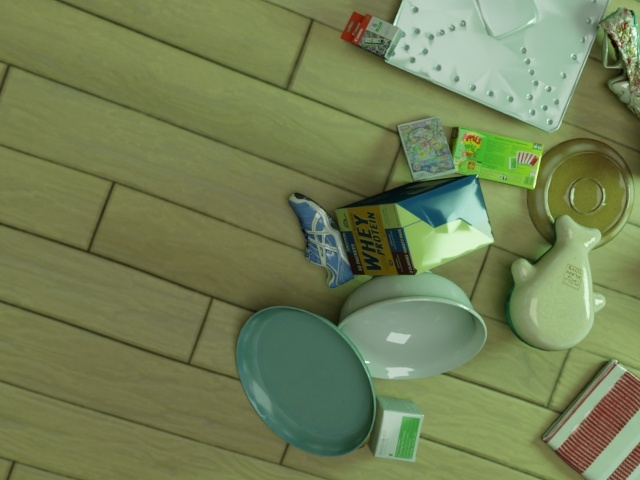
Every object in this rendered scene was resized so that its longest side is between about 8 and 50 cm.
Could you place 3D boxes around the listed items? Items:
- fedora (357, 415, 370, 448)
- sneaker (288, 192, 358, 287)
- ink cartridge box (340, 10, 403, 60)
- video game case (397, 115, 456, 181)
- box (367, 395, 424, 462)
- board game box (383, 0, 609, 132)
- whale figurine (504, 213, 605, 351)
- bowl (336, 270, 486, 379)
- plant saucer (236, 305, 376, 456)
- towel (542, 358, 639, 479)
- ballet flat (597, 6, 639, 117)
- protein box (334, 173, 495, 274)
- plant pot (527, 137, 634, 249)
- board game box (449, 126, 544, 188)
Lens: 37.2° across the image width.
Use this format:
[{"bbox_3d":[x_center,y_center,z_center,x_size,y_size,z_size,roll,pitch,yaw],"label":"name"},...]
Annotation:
[{"bbox_3d":[0.040,0.315,1.871,0.079,0.194,0.194,-30,102,-42],"label":"fedora"},{"bbox_3d":[0.000,0.000,1.849,0.081,0.080,0.211,-38,99,-7],"label":"sneaker"},{"bbox_3d":[0.094,-0.396,1.817,0.115,0.029,0.062,29,94,22],"label":"ink cartridge box"},{"bbox_3d":[0.208,-0.181,1.872,0.087,0.011,0.122,-13,74,-5],"label":"video game case"},{"bbox_3d":[0.147,0.376,1.903,0.087,0.102,0.101,10,96,-8],"label":"box"},{"bbox_3d":[0.359,-0.461,1.874,0.390,0.050,0.389,21,92,-11],"label":"board game box"},{"bbox_3d":[0.469,0.088,1.917,0.216,0.141,0.271,21,80,-12],"label":"whale figurine"},{"bbox_3d":[0.162,0.141,1.830,0.298,0.297,0.134,4,53,-10],"label":"bowl"},{"bbox_3d":[-0.023,0.261,1.803,0.044,0.318,0.317,-34,104,-48],"label":"plant saucer"},{"bbox_3d":[0.662,0.437,2.031,0.329,0.037,0.237,40,91,-9],"label":"towel"},{"bbox_3d":[0.606,-0.347,1.905,0.077,0.091,0.240,-18,111,5],"label":"ballet flat"},{"bbox_3d":[0.174,-0.028,1.784,0.200,0.201,0.135,-20,99,-30],"label":"protein box"},{"bbox_3d":[0.542,-0.092,1.954,0.236,0.032,0.236,-1,96,-10],"label":"plant pot"},{"bbox_3d":[0.347,-0.165,1.907,0.181,0.043,0.092,11,94,-11],"label":"board game box"}]
